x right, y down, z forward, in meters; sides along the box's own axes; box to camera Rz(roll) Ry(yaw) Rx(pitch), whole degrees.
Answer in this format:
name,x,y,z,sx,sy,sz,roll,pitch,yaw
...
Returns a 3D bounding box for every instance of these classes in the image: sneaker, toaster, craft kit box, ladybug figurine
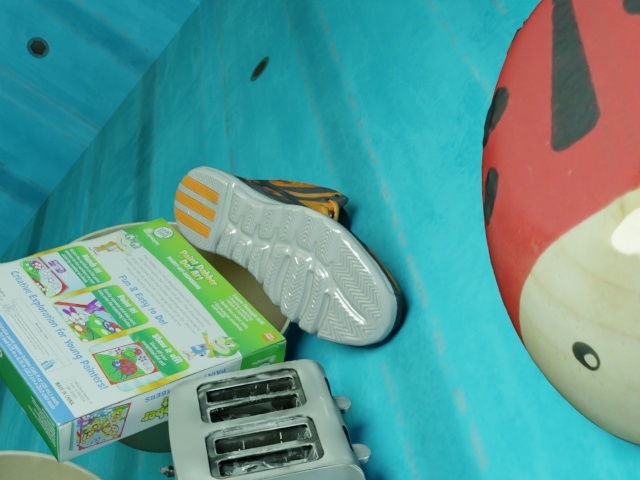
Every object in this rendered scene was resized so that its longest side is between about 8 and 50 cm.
name,x,y,z,sx,sy,sz,roll,pitch,yaw
sneaker,0.000,0.000,1.123,0.321,0.180,0.124,36,114,33
toaster,-0.054,0.201,0.893,0.168,0.186,0.110,-114,17,-63
craft kit box,-0.205,0.085,1.018,0.250,0.247,0.061,41,138,39
ladybug figurine,0.232,-0.066,0.730,0.305,0.162,0.449,-39,30,33

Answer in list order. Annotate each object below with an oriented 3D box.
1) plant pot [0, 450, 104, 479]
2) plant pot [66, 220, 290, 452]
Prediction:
name,x,y,z,sx,sy,sz,roll,pitch,yaw
plant pot,-0.370,0.433,1.166,0.256,0.257,0.274,-105,38,-59
plant pot,-0.183,0.133,1.170,0.284,0.284,0.191,-98,14,-55
